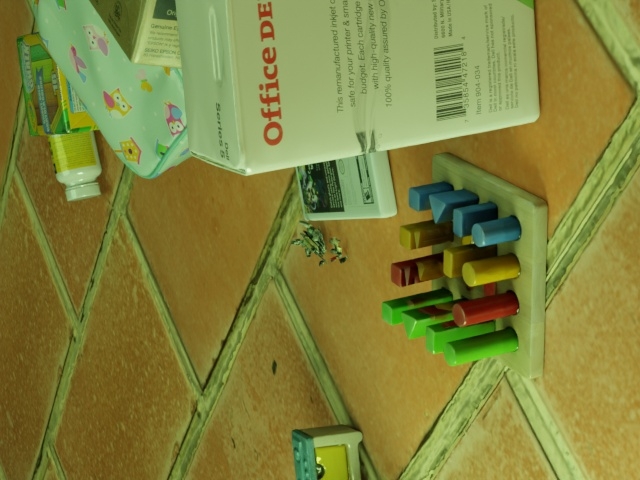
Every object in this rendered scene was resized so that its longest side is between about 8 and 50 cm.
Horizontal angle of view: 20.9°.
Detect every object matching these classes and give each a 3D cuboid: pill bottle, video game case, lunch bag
[{"bbox_3d":[-0.336,-0.115,2.376,0.065,0.065,0.116,-16,86,64],"label":"pill bottle"},{"bbox_3d":[0.013,-0.115,1.720,0.173,0.022,0.190,-1,100,63],"label":"video game case"},{"bbox_3d":[-0.197,-0.221,1.950,0.279,0.108,0.224,56,143,7],"label":"lunch bag"}]

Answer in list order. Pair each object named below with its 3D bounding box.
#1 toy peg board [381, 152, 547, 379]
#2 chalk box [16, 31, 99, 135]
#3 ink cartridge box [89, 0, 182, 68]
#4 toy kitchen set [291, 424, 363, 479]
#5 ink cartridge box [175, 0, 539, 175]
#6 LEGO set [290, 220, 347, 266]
[{"bbox_3d":[0.118,0.026,1.501,0.161,0.079,0.161,32,129,56],"label":"toy peg board"},{"bbox_3d":[-0.302,-0.205,2.192,0.213,0.132,0.132,1,101,63],"label":"chalk box"},{"bbox_3d":[-0.125,-0.253,1.718,0.235,0.193,0.088,53,134,50],"label":"ink cartridge box"},{"bbox_3d":[0.026,0.292,1.745,0.207,0.122,0.166,16,115,61],"label":"toy kitchen set"},{"bbox_3d":[0.028,-0.175,1.375,0.115,0.272,0.198,21,119,60],"label":"ink cartridge box"},{"bbox_3d":[0.002,0.002,1.794,0.083,0.023,0.054,27,146,39],"label":"LEGO set"}]
